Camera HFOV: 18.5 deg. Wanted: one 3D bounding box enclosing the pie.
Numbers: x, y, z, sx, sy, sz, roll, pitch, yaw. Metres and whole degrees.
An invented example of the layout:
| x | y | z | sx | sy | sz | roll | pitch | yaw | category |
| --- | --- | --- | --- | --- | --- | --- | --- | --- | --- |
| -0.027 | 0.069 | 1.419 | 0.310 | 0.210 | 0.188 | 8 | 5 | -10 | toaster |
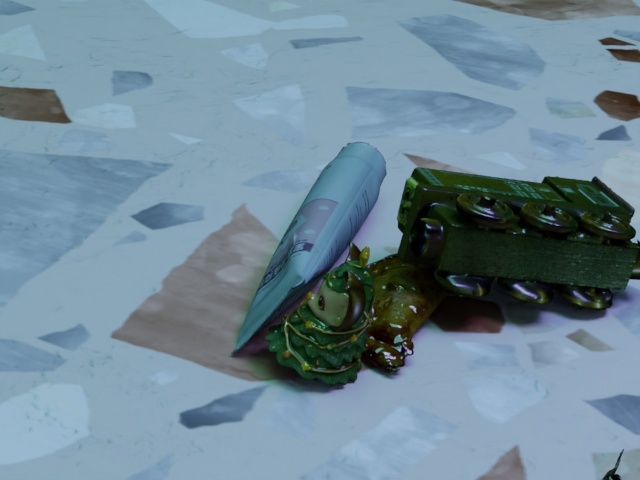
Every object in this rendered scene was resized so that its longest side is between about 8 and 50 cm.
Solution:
| x | y | z | sx | sy | sz | roll | pitch | yaw | category |
| --- | --- | --- | --- | --- | --- | --- | --- | --- | --- |
| 0.056 | 0.049 | 1.616 | 0.088 | 0.033 | 0.191 | 10 | 27 | 18 | pie |

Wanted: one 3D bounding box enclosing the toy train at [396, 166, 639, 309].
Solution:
| x | y | z | sx | sy | sz | roll | pitch | yaw | category |
| --- | --- | --- | --- | --- | --- | --- | --- | --- | --- |
| 0.164 | -0.008 | 1.656 | 0.225 | 0.090 | 0.137 | 7 | 22 | -25 | toy train |

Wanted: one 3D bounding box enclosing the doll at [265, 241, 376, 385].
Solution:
| x | y | z | sx | sy | sz | roll | pitch | yaw | category |
| --- | --- | --- | --- | --- | --- | --- | --- | --- | --- |
| 0.022 | 0.060 | 1.513 | 0.076 | 0.113 | 0.078 | 39 | 22 | -15 | doll |

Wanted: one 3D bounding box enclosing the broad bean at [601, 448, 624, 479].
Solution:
| x | y | z | sx | sy | sz | roll | pitch | yaw | category |
| --- | --- | --- | --- | --- | --- | --- | --- | --- | --- |
| 0.332 | 0.211 | 1.310 | 0.318 | 0.056 | 0.098 | 21 | 39 | 23 | broad bean |

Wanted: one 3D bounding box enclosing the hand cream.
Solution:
| x | y | z | sx | sy | sz | roll | pitch | yaw | category |
| --- | --- | --- | --- | --- | --- | --- | --- | --- | --- |
| 0.000 | 0.000 | 1.667 | 0.058 | 0.085 | 0.331 | 42 | 28 | -8 | hand cream |
